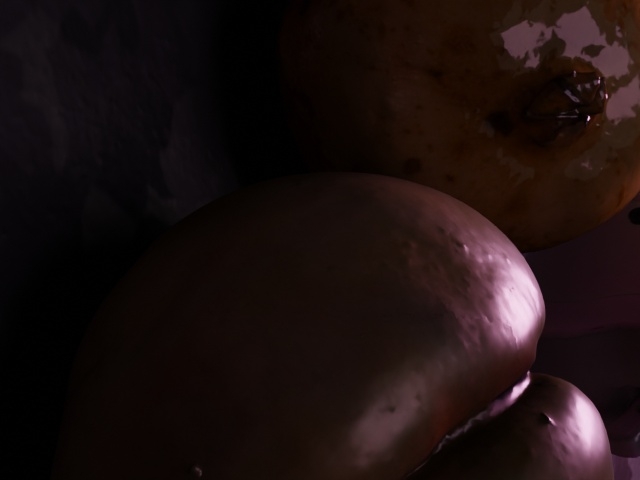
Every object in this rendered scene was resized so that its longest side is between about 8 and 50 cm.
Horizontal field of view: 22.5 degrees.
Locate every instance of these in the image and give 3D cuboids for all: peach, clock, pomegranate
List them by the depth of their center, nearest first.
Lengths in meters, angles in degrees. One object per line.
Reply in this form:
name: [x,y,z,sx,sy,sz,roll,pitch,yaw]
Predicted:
peach: [0.002,0.114,0.802,0.292,0.247,0.292,-2,96,-22]
pomegranate: [0.095,-0.098,0.975,0.248,0.248,0.248,1,89,-61]
clock: [0.282,0.020,1.223,0.102,0.338,0.338,64,38,-34]
